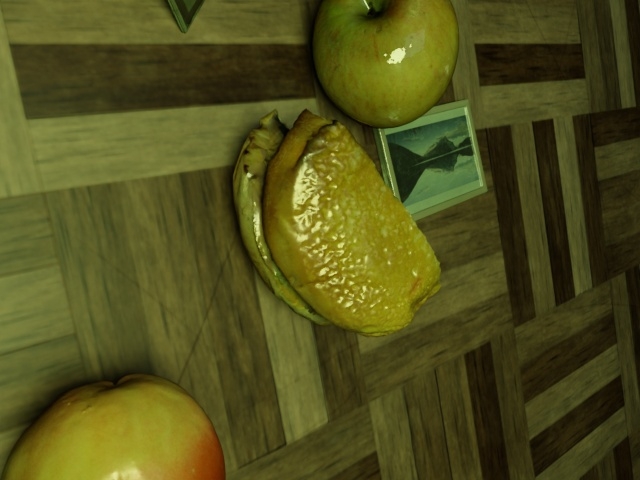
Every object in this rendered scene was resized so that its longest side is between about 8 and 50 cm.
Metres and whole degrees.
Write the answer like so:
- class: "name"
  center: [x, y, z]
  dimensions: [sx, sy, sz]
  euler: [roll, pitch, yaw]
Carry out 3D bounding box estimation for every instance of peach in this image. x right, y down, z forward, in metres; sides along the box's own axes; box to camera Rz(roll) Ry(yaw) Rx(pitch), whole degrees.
- class: "peach"
  center: [-0.168, 0.201, 0.483]
  dimensions: [0.184, 0.184, 0.184]
  euler: [1, 89, -38]

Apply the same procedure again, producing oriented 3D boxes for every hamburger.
- class: "hamburger"
  center: [0.000, 0.000, 0.635]
  dimensions: [0.156, 0.144, 0.283]
  euler: [-46, 115, -18]

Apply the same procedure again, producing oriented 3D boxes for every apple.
- class: "apple"
  center: [0.077, -0.224, 0.683]
  dimensions: [0.155, 0.183, 0.182]
  euler: [43, 61, -62]

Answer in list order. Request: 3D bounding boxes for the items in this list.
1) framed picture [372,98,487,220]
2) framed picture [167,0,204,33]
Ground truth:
- class: "framed picture"
  center: [0.164, -0.117, 0.838]
  dimensions: [0.203, 0.015, 0.150]
  euler: [-20, 101, -36]
- class: "framed picture"
  center: [-0.124, -0.331, 0.529]
  dimensions: [0.231, 0.010, 0.172]
  euler: [78, 33, -67]
